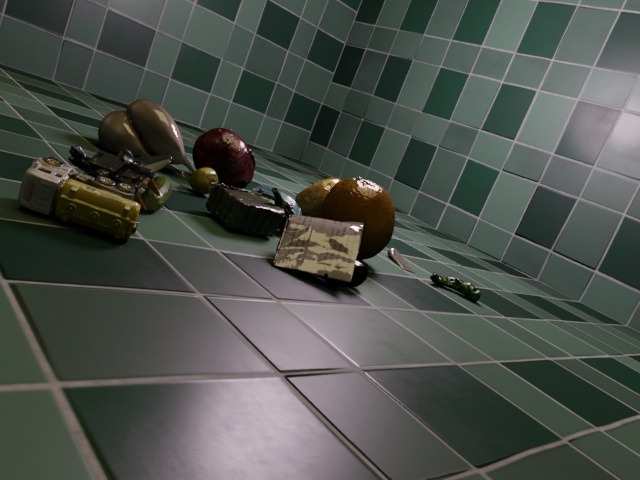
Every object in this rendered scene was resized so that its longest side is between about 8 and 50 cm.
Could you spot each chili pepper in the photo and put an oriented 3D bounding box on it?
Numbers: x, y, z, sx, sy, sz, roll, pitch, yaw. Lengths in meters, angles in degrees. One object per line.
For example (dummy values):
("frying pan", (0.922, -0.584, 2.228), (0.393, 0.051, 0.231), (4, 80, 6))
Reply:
("chili pepper", (0.455, 0.151, 1.869), (0.182, 0.050, 0.073), (21, 18, 4))

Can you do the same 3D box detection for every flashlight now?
("flashlight", (0.033, 0.043, 1.480), (0.093, 0.093, 0.232), (11, 16, -43))

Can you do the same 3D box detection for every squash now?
("squash", (-0.427, -0.124, 1.443), (0.066, 0.066, 0.229), (19, 13, -13))

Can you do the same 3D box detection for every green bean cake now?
("green bean cake", (-0.217, -0.083, 1.567), (0.173, 0.094, 0.181), (11, 16, -45))

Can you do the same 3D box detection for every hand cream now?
("hand cream", (0.285, 0.071, 1.986), (0.057, 0.037, 0.165), (17, 20, -26))

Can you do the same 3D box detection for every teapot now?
("teapot", (0.015, -0.129, 2.099), (0.203, 0.167, 0.311), (-25, -3, -14))

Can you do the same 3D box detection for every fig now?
("fig", (-0.396, -0.194, 1.814), (0.093, 0.094, 0.166), (14, -5, -35))

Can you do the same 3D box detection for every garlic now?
("garlic", (-0.615, -0.340, 1.920), (0.340, 0.231, 0.246), (42, -28, 15))

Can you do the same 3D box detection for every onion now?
("onion", (-0.365, -0.284, 2.011), (0.252, 0.219, 0.252), (31, -26, 17))

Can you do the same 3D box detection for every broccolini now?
("broccolini", (-0.107, -0.094, 1.662), (0.068, 0.203, 0.091), (-23, 62, -15))

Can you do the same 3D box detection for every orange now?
("orange", (0.111, -0.071, 1.722), (0.264, 0.264, 0.264), (21, 11, -4))

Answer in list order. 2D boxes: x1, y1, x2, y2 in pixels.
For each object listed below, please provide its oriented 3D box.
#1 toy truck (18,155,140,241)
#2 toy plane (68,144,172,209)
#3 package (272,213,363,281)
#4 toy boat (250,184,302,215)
("toy truck", (-0.463, -0.078, 1.076), (0.226, 0.098, 0.114), (21, 17, -14))
("toy plane", (-0.522, -0.177, 1.332), (0.316, 0.204, 0.103), (24, -33, 25))
("package", (0.000, 0.000, 1.415), (0.203, 0.062, 0.251), (9, 34, 6))
("toy boat", (-0.161, -0.105, 1.864), (0.215, 0.088, 0.102), (25, 46, 12))
